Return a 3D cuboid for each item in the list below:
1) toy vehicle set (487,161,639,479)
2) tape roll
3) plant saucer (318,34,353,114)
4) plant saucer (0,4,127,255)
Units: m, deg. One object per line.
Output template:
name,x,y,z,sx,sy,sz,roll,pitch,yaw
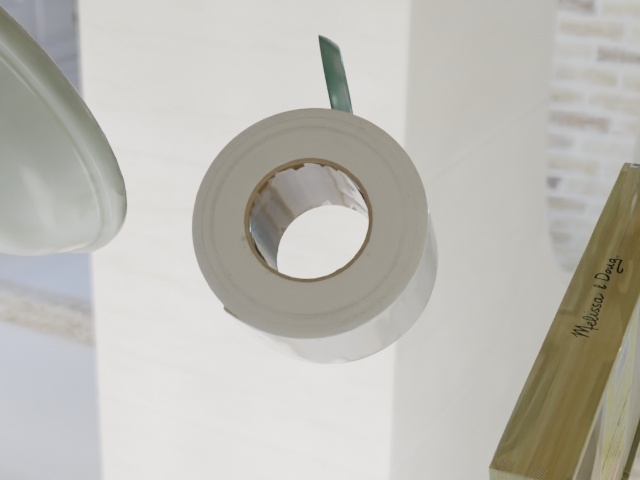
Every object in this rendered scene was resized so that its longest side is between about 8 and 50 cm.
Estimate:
toy vehicle set,0.143,0.095,0.659,0.035,0.166,0.267,11,-144,21
tape roll,0.000,0.000,1.327,0.246,0.246,0.169,5,166,9
plant saucer,0.019,-0.173,1.391,0.021,0.119,0.119,-11,-159,4
plant saucer,-0.341,-0.101,0.983,0.400,0.400,0.100,16,-122,33
